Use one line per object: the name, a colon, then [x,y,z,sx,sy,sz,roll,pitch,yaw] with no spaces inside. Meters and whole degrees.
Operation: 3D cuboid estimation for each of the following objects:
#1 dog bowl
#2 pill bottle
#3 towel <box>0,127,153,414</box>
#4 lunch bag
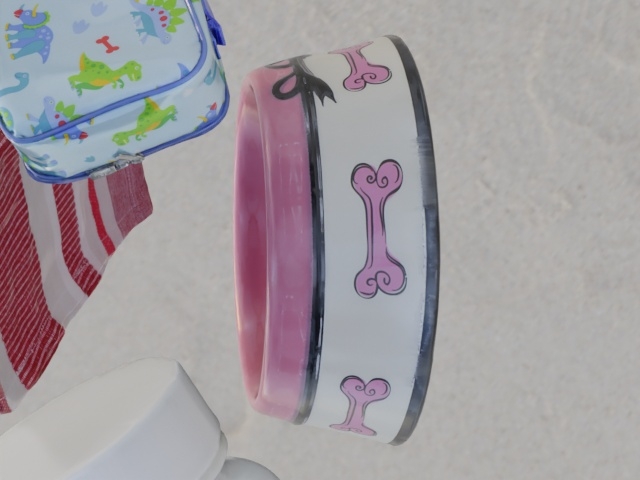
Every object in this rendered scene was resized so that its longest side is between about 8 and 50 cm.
dog bowl: [0.000,0.000,1.379,0.150,0.408,0.408,-1,128,-10]
pill bottle: [-0.078,0.292,0.949,0.224,0.224,0.392,-17,109,42]
towel: [-0.235,-0.033,1.239,0.037,0.329,0.237,8,128,15]
lunch bag: [-0.167,-0.158,1.043,0.090,0.176,0.219,68,-179,-61]
